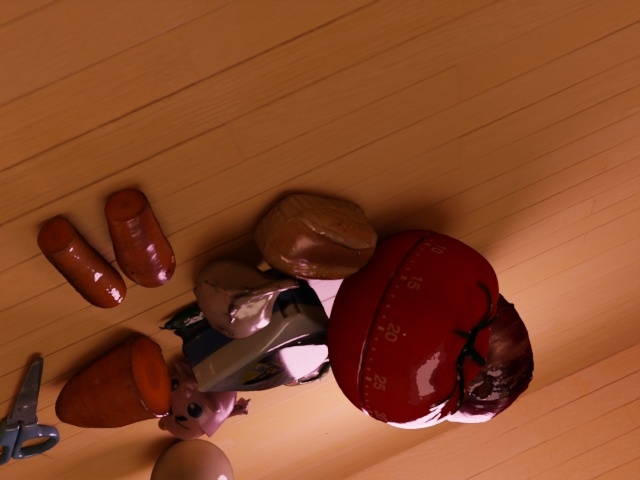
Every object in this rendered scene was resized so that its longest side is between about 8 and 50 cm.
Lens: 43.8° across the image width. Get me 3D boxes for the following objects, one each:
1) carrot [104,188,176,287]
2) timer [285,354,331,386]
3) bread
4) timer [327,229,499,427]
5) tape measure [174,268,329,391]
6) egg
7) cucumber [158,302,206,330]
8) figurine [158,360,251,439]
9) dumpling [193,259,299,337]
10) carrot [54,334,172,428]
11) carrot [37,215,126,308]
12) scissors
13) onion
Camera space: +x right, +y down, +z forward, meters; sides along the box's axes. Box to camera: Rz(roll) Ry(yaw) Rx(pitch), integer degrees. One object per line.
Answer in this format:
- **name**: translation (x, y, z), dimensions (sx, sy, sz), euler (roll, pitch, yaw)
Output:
- **carrot**: translation (-0.266, 0.006, 1.169), dimensions (0.087, 0.087, 0.193), euler (-22, 153, -7)
- **timer**: translation (-0.028, 0.305, 1.936), dimensions (0.128, 0.047, 0.140), euler (-6, 147, -30)
- **bread**: translation (0.000, 0.000, 1.356), dimensions (0.236, 0.106, 0.140), euler (8, 136, -48)
- **timer**: translation (0.177, 0.167, 1.534), dimensions (0.378, 0.279, 0.378), euler (-42, 142, -46)
- **tape measure**: translation (-0.108, 0.195, 1.577), dimensions (0.259, 0.138, 0.262), euler (-33, 152, 17)
- **egg**: translation (-0.332, 0.627, 2.063), dimensions (0.219, 0.219, 0.269), euler (-19, 154, -12)
- **cucumber**: translation (-0.226, 0.134, 1.479), dimensions (0.155, 0.037, 0.037), euler (-26, 153, 3)
- **figurine**: translation (-0.256, 0.361, 1.723), dimensions (0.186, 0.176, 0.287), euler (-48, 170, -11)
- **dumpling**: translation (-0.121, 0.091, 1.357), dimensions (0.172, 0.142, 0.247), euler (-18, -174, -23)
- **carrot**: translation (-0.405, 0.280, 1.503), dimensions (0.224, 0.159, 0.159), euler (-19, 155, 17)
- **carrot**: translation (-0.349, 0.043, 1.188), dimensions (0.067, 0.067, 0.225), euler (-23, 151, -4)
- **scissors**: translation (-0.581, 0.339, 1.552), dimensions (0.192, 0.029, 0.447), euler (-7, 148, -33)
- **onion**: translation (0.278, 0.267, 1.819), dimensions (0.385, 0.348, 0.348), euler (-15, 151, -27)
